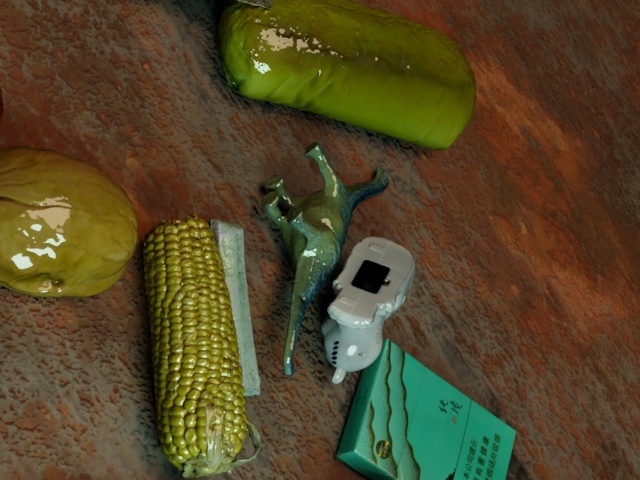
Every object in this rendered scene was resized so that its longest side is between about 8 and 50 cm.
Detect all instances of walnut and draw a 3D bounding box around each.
[{"bbox_3d":[-0.268,-0.030,1.497,0.211,0.087,0.167,9,62,-37],"label":"walnut"}]

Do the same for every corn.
[{"bbox_3d":[-0.134,0.105,1.540,0.106,0.106,0.293,6,67,-38],"label":"corn"}]

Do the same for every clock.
[{"bbox_3d":[0.053,0.080,1.710,0.080,0.117,0.176,21,41,9],"label":"clock"}]

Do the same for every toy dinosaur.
[{"bbox_3d":[-0.005,-0.011,1.716,0.147,0.076,0.363,52,40,-26],"label":"toy dinosaur"}]

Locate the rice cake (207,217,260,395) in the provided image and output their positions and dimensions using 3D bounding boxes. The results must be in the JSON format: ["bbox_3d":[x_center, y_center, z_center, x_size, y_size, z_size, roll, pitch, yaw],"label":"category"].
[{"bbox_3d":[-0.099,0.073,1.627,0.043,0.034,0.211,9,65,-41],"label":"rice cake"}]

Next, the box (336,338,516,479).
[{"bbox_3d":[0.131,0.244,1.739,0.226,0.042,0.161,37,50,-23],"label":"box"}]

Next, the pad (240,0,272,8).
[{"bbox_3d":[-0.166,-0.362,1.725,0.235,0.003,0.158,12,54,-16],"label":"pad"}]

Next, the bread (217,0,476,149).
[{"bbox_3d":[0.046,-0.230,1.831,0.383,0.112,0.166,13,63,-34],"label":"bread"}]

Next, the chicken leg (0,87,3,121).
[{"bbox_3d":[-0.403,-0.154,1.443,0.158,0.096,0.407,-7,72,-21],"label":"chicken leg"}]
